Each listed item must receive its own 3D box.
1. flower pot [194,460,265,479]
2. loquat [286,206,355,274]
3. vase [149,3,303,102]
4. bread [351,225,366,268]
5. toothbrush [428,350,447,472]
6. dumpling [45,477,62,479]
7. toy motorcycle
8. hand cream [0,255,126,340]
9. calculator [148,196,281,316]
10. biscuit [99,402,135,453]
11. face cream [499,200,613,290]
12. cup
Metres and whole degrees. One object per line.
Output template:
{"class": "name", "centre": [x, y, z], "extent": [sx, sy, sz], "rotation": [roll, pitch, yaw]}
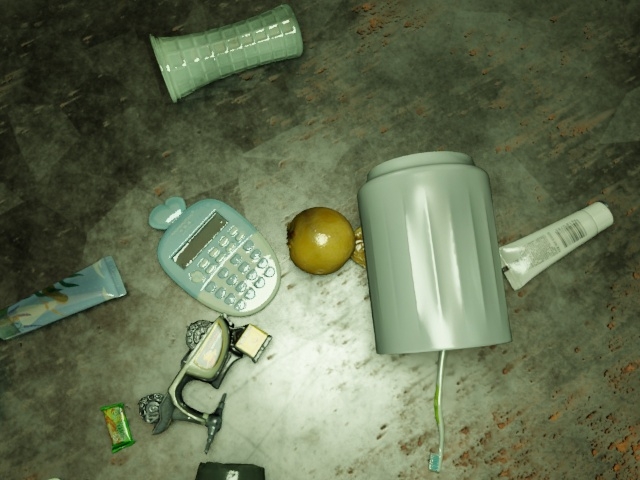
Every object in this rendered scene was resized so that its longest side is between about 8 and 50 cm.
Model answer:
{"class": "flower pot", "centre": [-0.160, 0.447, 0.990], "extent": [0.157, 0.157, 0.107], "rotation": [6, 64, 1]}
{"class": "loquat", "centre": [0.000, 0.000, 1.099], "extent": [0.141, 0.141, 0.141], "rotation": [0, 77, 0]}
{"class": "vase", "centre": [-0.193, -0.405, 1.195], "extent": [0.299, 0.143, 0.143], "rotation": [-20, 77, -8]}
{"class": "bread", "centre": [0.107, 0.019, 1.138], "extent": [0.111, 0.044, 0.083], "rotation": [30, 82, 8]}
{"class": "toothbrush", "centre": [0.232, 0.306, 1.081], "extent": [0.026, 0.022, 0.263], "rotation": [11, 77, -10]}
{"class": "dumpling", "centre": [-0.489, 0.496, 1.010], "extent": [0.169, 0.100, 0.134], "rotation": [-34, 40, 10]}
{"class": "toy motorcycle", "centre": [-0.218, 0.259, 1.058], "extent": [0.157, 0.091, 0.263], "rotation": [31, 76, 2]}
{"class": "hand cream", "centre": [-0.526, 0.122, 1.110], "extent": [0.271, 0.058, 0.091], "rotation": [-25, 71, -10]}
{"class": "calculator", "centre": [-0.215, 0.025, 1.137], "extent": [0.303, 0.042, 0.188], "rotation": [41, 81, 8]}
{"class": "biscuit", "centre": [-0.385, 0.353, 1.072], "extent": [0.046, 0.016, 0.089], "rotation": [-19, 78, -4]}
{"class": "face cream", "centre": [0.474, 0.003, 1.139], "extent": [0.244, 0.058, 0.092], "rotation": [-29, 84, -1]}
{"class": "cup", "centre": [0.226, 0.030, 1.026], "extent": [0.323, 0.237, 0.327], "rotation": [5, 75, -43]}
